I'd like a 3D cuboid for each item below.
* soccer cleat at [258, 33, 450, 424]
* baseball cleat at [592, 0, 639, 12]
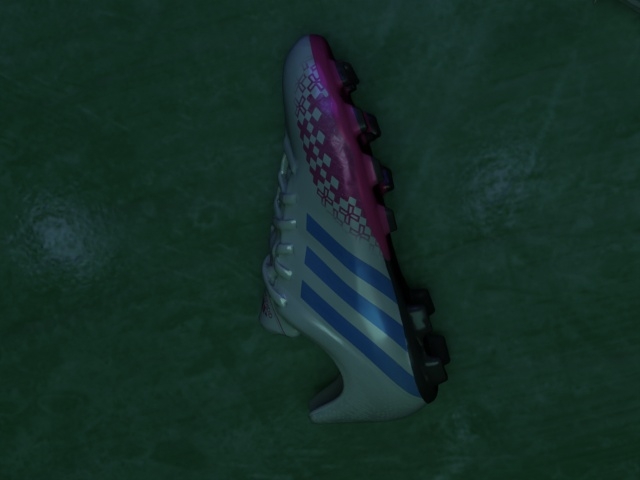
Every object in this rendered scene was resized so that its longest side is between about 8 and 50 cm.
[{"bbox_3d":[0.000,0.000,1.628,0.143,0.116,0.331,-16,97,8],"label":"soccer cleat"},{"bbox_3d":[0.296,-0.214,1.588,0.206,0.072,0.109,30,94,-3],"label":"baseball cleat"}]
